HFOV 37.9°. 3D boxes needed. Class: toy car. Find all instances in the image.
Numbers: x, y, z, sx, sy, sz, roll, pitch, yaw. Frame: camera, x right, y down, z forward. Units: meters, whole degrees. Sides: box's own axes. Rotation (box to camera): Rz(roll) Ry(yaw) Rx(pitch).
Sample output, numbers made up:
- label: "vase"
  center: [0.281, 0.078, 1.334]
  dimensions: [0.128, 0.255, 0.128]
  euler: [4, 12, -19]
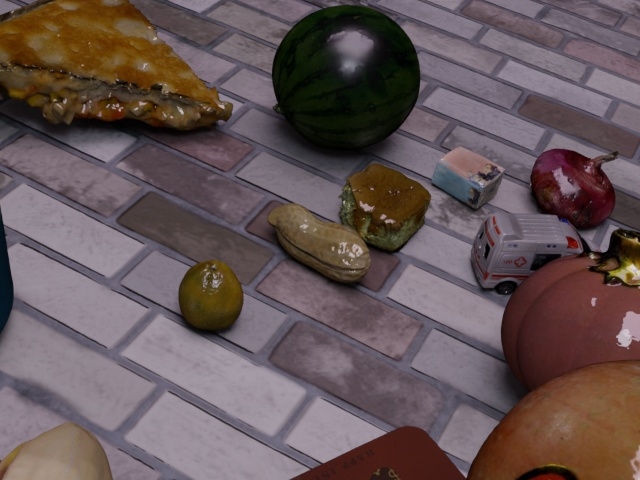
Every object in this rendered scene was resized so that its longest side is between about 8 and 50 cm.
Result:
- label: "toy car"
  center: [0.330, 0.016, 1.362]
  dimensions: [0.209, 0.108, 0.089]
  euler: [3, 42, -11]

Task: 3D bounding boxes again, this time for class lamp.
- label: "lamp"
  center: [0.377, 0.112, 1.134]
  dimensions: [0.305, 0.240, 0.305]
  euler: [13, 14, -3]

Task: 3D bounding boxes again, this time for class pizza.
- label: "pizza"
  center: [-0.346, -0.258, 1.513]
  dimensions: [0.406, 0.130, 0.440]
  euler: [28, 34, 4]

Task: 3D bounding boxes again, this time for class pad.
- label: "pad"
  center: [0.059, 0.312, 1.040]
  dimensions: [0.267, 0.004, 0.181]
  euler: [-19, 49, -30]

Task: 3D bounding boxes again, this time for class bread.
- label: "bread"
  center: [0.093, -0.052, 1.414]
  dimensions: [0.128, 0.069, 0.140]
  euler: [28, 42, 20]

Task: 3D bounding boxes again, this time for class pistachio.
- label: "pistachio"
  center: [-0.270, 0.280, 0.922]
  dimensions: [0.145, 0.117, 0.200]
  euler: [42, 25, -24]

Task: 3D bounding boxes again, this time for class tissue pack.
- label: "tissue pack"
  center: [0.238, -0.104, 1.514]
  dimensions: [0.094, 0.059, 0.074]
  euler: [34, 48, 25]

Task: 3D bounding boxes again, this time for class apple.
- label: "apple"
  center: [0.303, 0.291, 0.862]
  dimensions: [0.338, 0.339, 0.305]
  euler: [-14, 36, -27]

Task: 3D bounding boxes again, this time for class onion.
- label: "onion"
  center: [0.421, -0.103, 1.496]
  dimensions: [0.150, 0.140, 0.150]
  euler: [13, 52, -17]

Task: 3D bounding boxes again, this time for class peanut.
- label: "peanut"
  center: [0.000, 0.000, 1.328]
  dimensions: [0.174, 0.080, 0.080]
  euler: [31, 44, 24]

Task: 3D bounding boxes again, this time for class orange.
- label: "orange"
  center: [-0.141, 0.070, 1.199]
  dimensions: [0.085, 0.095, 0.085]
  euler: [2, 43, -2]

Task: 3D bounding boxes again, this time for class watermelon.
- label: "watermelon"
  center: [0.041, -0.261, 1.512]
  dimensions: [0.242, 0.242, 0.242]
  euler: [7, 41, -6]

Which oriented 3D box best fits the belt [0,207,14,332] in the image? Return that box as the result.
- label: "belt"
  center: [-0.567, 0.065, 1.044]
  dimensions: [0.436, 0.173, 0.300]
  euler: [-22, 49, -32]
